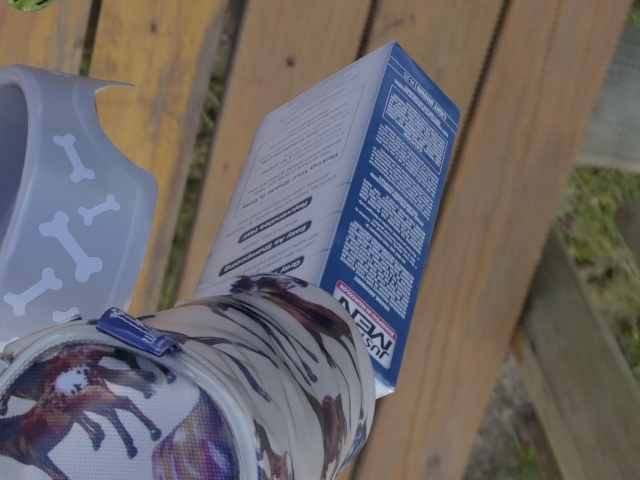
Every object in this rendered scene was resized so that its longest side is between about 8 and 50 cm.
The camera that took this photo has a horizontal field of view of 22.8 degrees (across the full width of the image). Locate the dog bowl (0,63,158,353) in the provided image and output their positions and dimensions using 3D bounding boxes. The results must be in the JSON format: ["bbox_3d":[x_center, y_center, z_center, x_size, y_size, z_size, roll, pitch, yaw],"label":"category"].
[{"bbox_3d":[-0.263,0.013,1.306,0.102,0.349,0.349,21,116,-29],"label":"dog bowl"}]

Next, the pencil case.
[{"bbox_3d":[-0.076,0.105,0.959,0.160,0.410,0.183,-40,85,10],"label":"pencil case"}]

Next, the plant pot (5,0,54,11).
[{"bbox_3d":[-0.229,-0.214,1.190,0.083,0.079,0.083,-27,146,-20],"label":"plant pot"}]

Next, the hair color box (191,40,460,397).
[{"bbox_3d":[0.000,0.000,1.349,0.174,0.347,0.105,-28,120,36],"label":"hair color box"}]
